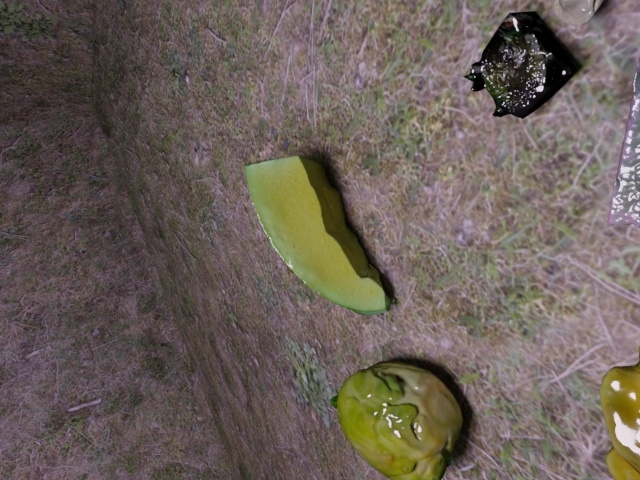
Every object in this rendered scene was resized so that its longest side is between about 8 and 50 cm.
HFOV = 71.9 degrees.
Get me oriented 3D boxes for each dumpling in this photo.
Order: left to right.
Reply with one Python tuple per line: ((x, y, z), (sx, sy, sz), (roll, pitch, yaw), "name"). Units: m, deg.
((0.239, -0.239, 0.407), (0.059, 0.043, 0.077), (-142, 37, -72), "dumpling")

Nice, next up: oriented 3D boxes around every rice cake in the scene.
((0.292, -0.110, 0.387), (0.036, 0.047, 0.207), (14, 119, 36), "rice cake")

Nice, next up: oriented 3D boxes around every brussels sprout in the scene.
((0.123, 0.301, 0.722), (0.223, 0.161, 0.223), (42, 141, 47), "brussels sprout")

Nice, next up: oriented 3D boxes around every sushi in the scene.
((0.210, -0.178, 0.467), (0.083, 0.056, 0.085), (54, 143, 13), "sushi")

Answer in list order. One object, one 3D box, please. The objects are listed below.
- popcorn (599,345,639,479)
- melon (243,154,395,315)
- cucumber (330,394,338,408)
((0.328, 0.132, 0.273), (0.293, 0.237, 0.293), (37, 138, 43), "popcorn")
((0.000, 0.000, 0.779), (0.124, 0.196, 0.324), (-32, 81, 28), "melon")
((0.071, 0.355, 0.942), (0.155, 0.037, 0.037), (-16, 92, 59), "cucumber")
